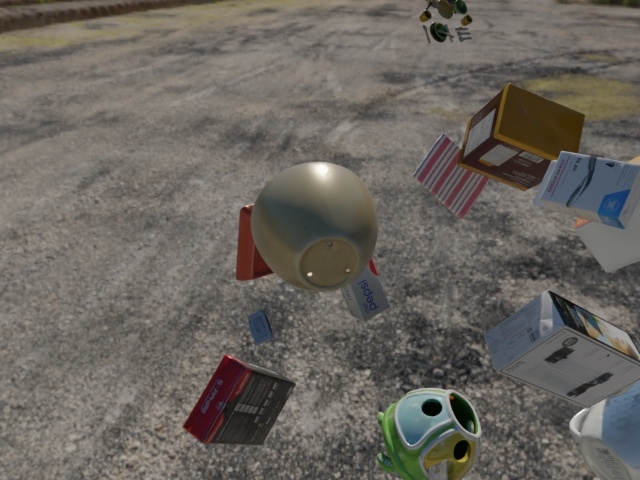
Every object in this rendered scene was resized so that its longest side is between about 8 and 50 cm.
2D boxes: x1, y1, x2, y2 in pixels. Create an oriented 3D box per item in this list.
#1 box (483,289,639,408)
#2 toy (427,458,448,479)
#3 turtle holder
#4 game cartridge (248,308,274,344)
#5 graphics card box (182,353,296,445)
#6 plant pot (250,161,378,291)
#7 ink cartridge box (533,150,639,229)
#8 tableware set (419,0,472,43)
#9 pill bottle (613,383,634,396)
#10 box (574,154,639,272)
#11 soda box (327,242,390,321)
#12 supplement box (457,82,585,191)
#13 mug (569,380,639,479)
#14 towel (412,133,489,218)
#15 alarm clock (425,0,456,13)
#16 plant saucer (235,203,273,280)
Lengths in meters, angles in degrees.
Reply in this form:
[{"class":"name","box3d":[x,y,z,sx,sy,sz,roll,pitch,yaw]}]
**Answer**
[{"class":"box","box3d":[0.487,0.222,1.064,0.290,0.169,0.087,24,36,-25]},{"class":"toy","box3d":[0.240,0.528,0.970,0.056,0.137,0.237,5,60,-3]},{"class":"turtle holder","box3d":[0.286,0.522,1.395,0.243,0.227,0.320,44,26,-1]},{"class":"game cartridge","box3d":[-0.162,0.233,1.451,0.056,0.083,0.017,-25,-19,10]},{"class":"graphics card box","box3d":[-0.227,0.487,1.623,0.094,0.232,0.371,25,-9,28]},{"class":"plant pot","box3d":[0.000,0.000,1.150,0.284,0.284,0.191,-2,30,-10]},{"class":"ink cartridge box","box3d":[0.482,-0.098,0.997,0.180,0.104,0.060,23,-2,45]},{"class":"tableware set","box3d":[0.287,-0.500,1.224,0.154,0.103,0.024,-17,-2,-31]},{"class":"pill bottle","box3d":[0.655,0.273,1.290,0.184,0.103,0.103,40,40,17]},{"class":"box","box3d":[0.911,-0.094,1.588,0.168,0.215,0.345,50,43,-5]},{"class":"soda box","box3d":[0.099,0.086,1.580,0.098,0.286,0.091,-27,15,-20]},{"class":"supplement box","box3d":[0.455,-0.228,1.249,0.192,0.129,0.194,19,-16,-8]},{"class":"mug","box3d":[0.874,0.527,1.521,0.328,0.276,0.374,-27,1,-18]},{"class":"towel","box3d":[0.348,-0.168,1.441,0.197,0.144,0.029,37,-6,-19]},{"class":"alarm clock","box3d":[0.351,-0.741,1.514,0.130,0.191,0.064,-6,15,-24]},{"class":"plant saucer","box3d":[-0.109,-0.003,1.539,0.259,0.258,0.047,-15,43,-30]}]
